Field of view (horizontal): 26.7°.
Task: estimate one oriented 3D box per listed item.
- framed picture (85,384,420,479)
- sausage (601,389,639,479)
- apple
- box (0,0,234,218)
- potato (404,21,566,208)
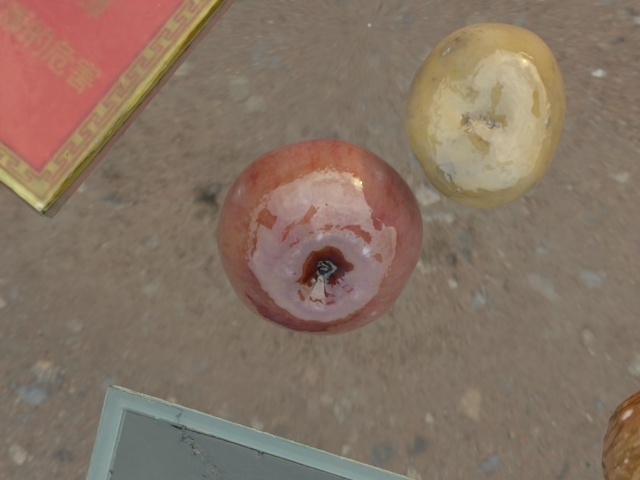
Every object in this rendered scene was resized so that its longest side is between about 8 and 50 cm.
[{"bbox_3d":[-0.056,0.261,1.054,0.296,0.019,0.232,16,96,13],"label":"framed picture"},{"bbox_3d":[0.249,0.092,0.520,0.274,0.105,0.105,-1,99,19],"label":"sausage"},{"bbox_3d":[0.000,0.000,0.992,0.153,0.120,0.153,0,122,0],"label":"apple"},{"bbox_3d":[-0.087,-0.147,0.517,0.153,0.074,0.240,39,85,-2],"label":"box"},{"bbox_3d":[0.120,-0.091,0.936,0.112,0.112,0.147,7,61,1],"label":"potato"}]
